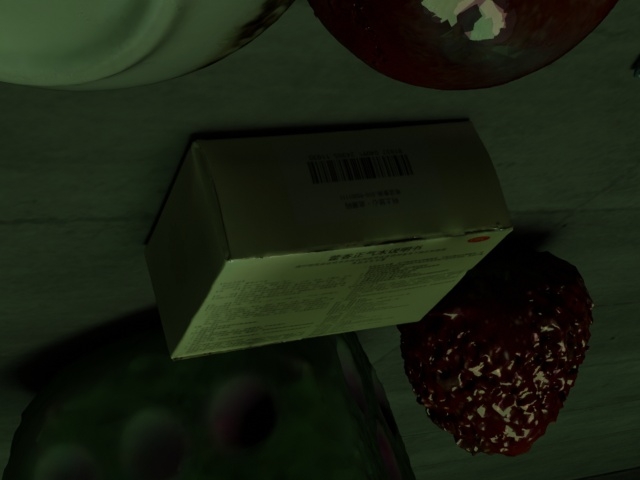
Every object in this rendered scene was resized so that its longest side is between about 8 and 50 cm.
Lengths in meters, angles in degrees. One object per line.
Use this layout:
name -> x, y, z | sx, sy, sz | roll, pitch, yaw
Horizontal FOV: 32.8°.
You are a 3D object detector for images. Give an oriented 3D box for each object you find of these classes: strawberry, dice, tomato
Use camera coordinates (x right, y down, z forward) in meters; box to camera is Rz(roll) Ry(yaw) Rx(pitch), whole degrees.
strawberry -> 0.162, 0.104, 1.008 | 0.184, 0.202, 0.187 | -7, -178, 24
dice -> -0.082, 0.253, 1.013 | 0.322, 0.318, 0.330 | -21, 158, 10
tomato -> 0.082, -0.132, 0.509 | 0.173, 0.099, 0.189 | -7, 155, -17

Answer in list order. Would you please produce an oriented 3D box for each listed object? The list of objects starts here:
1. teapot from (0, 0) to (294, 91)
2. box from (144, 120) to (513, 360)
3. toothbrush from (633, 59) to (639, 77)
teapot -> -0.093, -0.136, 0.340 | 0.204, 0.139, 0.298 | 24, 146, -18
box -> 0.000, 0.000, 0.769 | 0.211, 0.095, 0.168 | -6, 157, -25
toothbrush -> 0.238, -0.155, 0.678 | 0.019, 0.013, 0.193 | -4, 156, -9
